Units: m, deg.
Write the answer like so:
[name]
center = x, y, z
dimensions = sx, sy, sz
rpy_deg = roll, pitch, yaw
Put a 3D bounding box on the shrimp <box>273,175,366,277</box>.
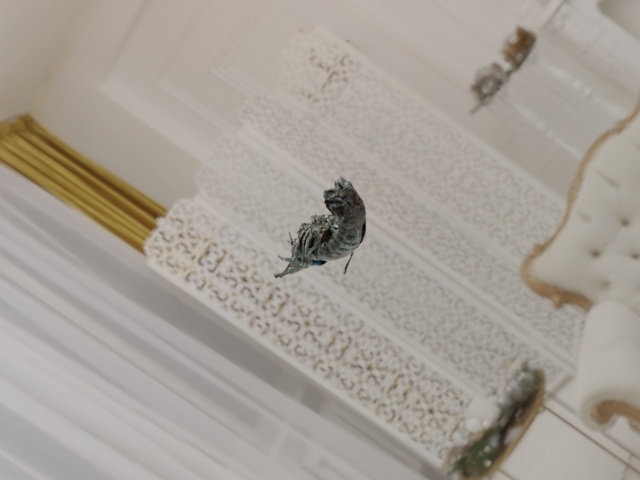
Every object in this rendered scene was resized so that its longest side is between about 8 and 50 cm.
[shrimp]
center = 0.003, 0.003, 0.989
dimensions = 0.082, 0.076, 0.174
rpy_deg = -39, -4, -28
